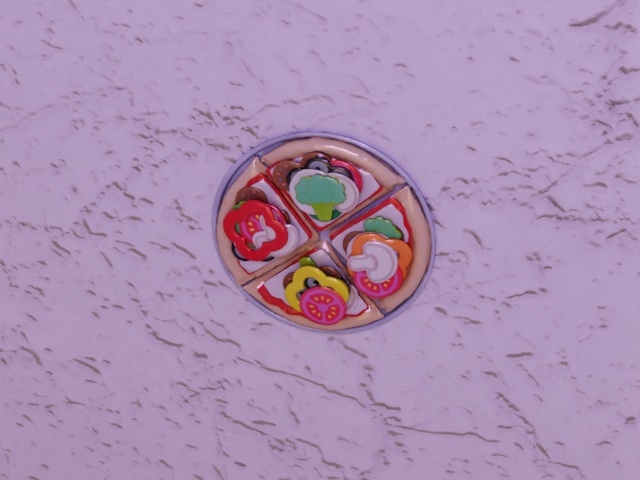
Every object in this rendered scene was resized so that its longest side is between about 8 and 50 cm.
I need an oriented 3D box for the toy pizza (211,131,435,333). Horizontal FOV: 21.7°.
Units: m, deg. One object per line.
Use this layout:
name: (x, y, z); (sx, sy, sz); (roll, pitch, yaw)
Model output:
toy pizza: (0.000, 0.000, 1.465); (0.201, 0.032, 0.201); (6, 119, 11)
